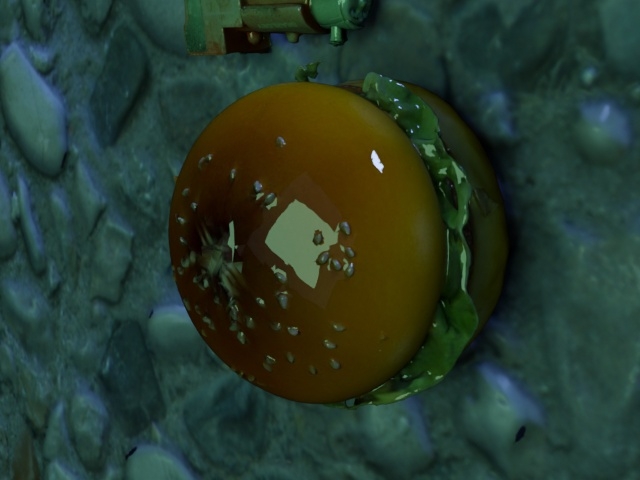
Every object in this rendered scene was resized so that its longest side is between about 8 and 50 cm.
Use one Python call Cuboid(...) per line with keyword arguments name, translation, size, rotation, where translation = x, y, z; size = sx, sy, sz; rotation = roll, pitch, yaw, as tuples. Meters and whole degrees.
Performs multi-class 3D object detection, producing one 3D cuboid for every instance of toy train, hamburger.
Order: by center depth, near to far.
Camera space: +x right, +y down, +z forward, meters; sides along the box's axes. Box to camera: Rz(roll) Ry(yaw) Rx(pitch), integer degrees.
Cuboid(name="hamburger", translation=(-0.001, -0.001, 0.648), size=(0.246, 0.170, 0.246), rotation=(8, 102, 45))
Cuboid(name="toy train", translation=(-0.030, -0.197, 0.723), size=(0.176, 0.074, 0.118), rotation=(10, 112, 38))
